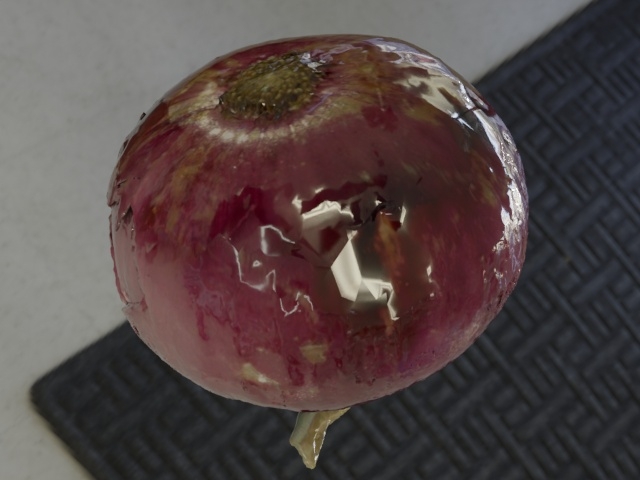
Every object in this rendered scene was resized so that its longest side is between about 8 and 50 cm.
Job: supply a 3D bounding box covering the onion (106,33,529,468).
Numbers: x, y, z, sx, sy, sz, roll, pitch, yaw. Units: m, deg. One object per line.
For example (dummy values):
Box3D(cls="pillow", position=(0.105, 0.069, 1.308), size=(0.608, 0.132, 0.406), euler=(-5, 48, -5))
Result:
Box3D(cls="onion", position=(-0.001, -0.009, 0.663), size=(0.153, 0.177, 0.177), euler=(48, 32, -52))
